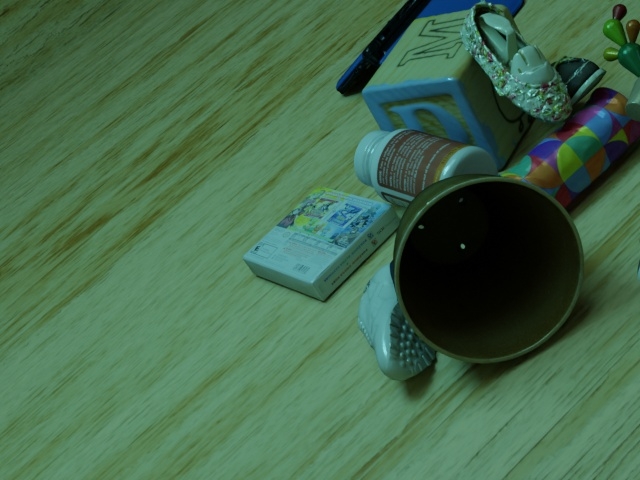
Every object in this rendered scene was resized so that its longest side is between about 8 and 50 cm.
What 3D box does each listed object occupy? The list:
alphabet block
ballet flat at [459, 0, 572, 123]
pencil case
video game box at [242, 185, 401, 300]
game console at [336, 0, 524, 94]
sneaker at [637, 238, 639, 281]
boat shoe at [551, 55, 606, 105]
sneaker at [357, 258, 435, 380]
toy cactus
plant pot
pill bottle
[{"bbox_3d":[0.217,-0.236,1.960,0.193,0.192,0.197,0,44,41],"label":"alphabet block"},{"bbox_3d":[0.277,-0.263,1.764,0.091,0.077,0.241,-24,52,-19],"label":"ballet flat"},{"bbox_3d":[0.351,-0.117,1.749,0.236,0.104,0.104,-39,30,-14],"label":"pencil case"},{"bbox_3d":[0.000,0.000,1.956,0.187,0.048,0.205,-46,33,-18],"label":"video game box"},{"bbox_3d":[0.205,-0.374,2.333,0.293,0.173,0.250,-50,3,-28],"label":"game console"},{"bbox_3d":[0.432,0.008,1.547,0.158,0.061,0.065,-53,9,-33],"label":"sneaker"},{"bbox_3d":[0.366,-0.236,1.832,0.081,0.068,0.228,-41,-2,-2],"label":"boat shoe"},{"bbox_3d":[0.097,0.118,1.673,0.095,0.090,0.235,-34,23,25],"label":"sneaker"},{"bbox_3d":[0.479,-0.234,1.735,0.180,0.219,0.112,-49,-5,-30],"label":"toy cactus"},{"bbox_3d":[0.196,0.008,1.618,0.237,0.237,0.254,-31,15,3],"label":"plant pot"},{"bbox_3d":[0.155,-0.104,1.866,0.121,0.121,0.216,-45,40,-20],"label":"pill bottle"}]
